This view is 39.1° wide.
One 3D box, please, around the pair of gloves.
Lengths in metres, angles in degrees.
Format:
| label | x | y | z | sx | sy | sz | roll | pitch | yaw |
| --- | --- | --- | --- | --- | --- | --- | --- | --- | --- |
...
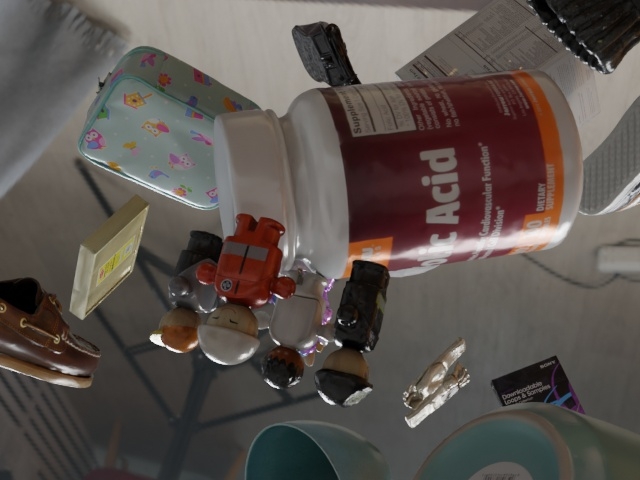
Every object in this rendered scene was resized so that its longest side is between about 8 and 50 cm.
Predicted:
| label | x | y | z | sx | sy | sz | roll | pitch | yaw |
| --- | --- | --- | --- | --- | --- | --- | --- | --- | --- |
| pair of gloves | 0.282 | 0.349 | 2.160 | 0.042 | 0.204 | 0.240 | 41 | 161 | 29 |

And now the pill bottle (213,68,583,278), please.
| label | x | y | z | sx | sy | sz | roll | pitch | yaw |
| --- | --- | --- | --- | --- | --- | --- | --- | --- | --- |
| pill bottle | 0.081 | -0.075 | 1.058 | 0.392 | 0.224 | 0.224 | -8 | 143 | -11 |

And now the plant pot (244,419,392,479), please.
| label | x | y | z | sx | sy | sz | roll | pitch | yaw |
| --- | --- | --- | --- | --- | --- | --- | --- | --- | --- |
| plant pot | 0.022 | 0.467 | 1.702 | 0.195 | 0.290 | 0.290 | -8 | 162 | -42 |

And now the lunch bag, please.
| label | x | y | z | sx | sy | sz | roll | pitch | yaw |
| --- | --- | --- | --- | --- | --- | --- | --- | --- | --- |
| lunch bag | -0.244 | -0.175 | 1.466 | 0.279 | 0.108 | 0.224 | 26 | 134 | -23 |

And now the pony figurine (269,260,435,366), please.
| label | x | y | z | sx | sy | sz | roll | pitch | yaw |
| --- | --- | --- | --- | --- | --- | --- | --- | --- | --- |
| pony figurine | 0.000 | 0.000 | 1.475 | 0.303 | 0.363 | 0.351 | -2 | 162 | -23 |

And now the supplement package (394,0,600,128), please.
| label | x | y | z | sx | sy | sz | roll | pitch | yaw |
| --- | --- | --- | --- | --- | --- | --- | --- | --- | --- |
| supplement package | 0.310 | -0.257 | 1.564 | 0.263 | 0.198 | 0.199 | -36 | 142 | -1 |

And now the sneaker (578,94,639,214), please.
| label | x | y | z | sx | sy | sz | roll | pitch | yaw |
| --- | --- | --- | --- | --- | --- | --- | --- | --- | --- |
| sneaker | 0.547 | -0.162 | 1.457 | 0.127 | 0.126 | 0.321 | -7 | 152 | -41 |

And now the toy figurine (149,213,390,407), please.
| label | x | y | z | sx | sy | sz | roll | pitch | yaw |
| --- | --- | --- | --- | --- | --- | --- | --- | --- | --- |
| toy figurine | -0.053 | 0.080 | 0.937 | 0.213 | 0.148 | 0.209 | 23 | 163 | -28 |

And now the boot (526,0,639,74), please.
| label | x | y | z | sx | sy | sz | roll | pitch | yaw |
| --- | --- | --- | --- | --- | --- | --- | --- | --- | --- |
| boot | 0.434 | -0.296 | 1.073 | 0.260 | 0.348 | 0.131 | -38 | 132 | -1 |

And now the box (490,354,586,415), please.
| label | x | y | z | sx | sy | sz | roll | pitch | yaw |
| --- | --- | --- | --- | --- | --- | --- | --- | --- | --- |
| box | 0.353 | 0.275 | 1.422 | 0.116 | 0.162 | 0.029 | -21 | 153 | -1 |

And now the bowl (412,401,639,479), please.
| label | x | y | z | sx | sy | sz | roll | pitch | yaw |
| --- | --- | --- | --- | --- | --- | --- | --- | --- | --- |
| bowl | 0.186 | 0.268 | 0.802 | 0.311 | 0.311 | 0.163 | -24 | 122 | 40 |

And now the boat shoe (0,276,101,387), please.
| label | x | y | z | sx | sy | sz | roll | pitch | yaw |
| --- | --- | --- | --- | --- | --- | --- | --- | --- | --- |
| boat shoe | -0.232 | 0.063 | 0.684 | 0.073 | 0.073 | 0.207 | 20 | 172 | 26 |

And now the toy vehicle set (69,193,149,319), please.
| label | x | y | z | sx | sy | sz | roll | pitch | yaw |
| --- | --- | --- | --- | --- | --- | --- | --- | --- | --- |
| toy vehicle set | -0.433 | 0.038 | 1.841 | 0.035 | 0.166 | 0.267 | 36 | 142 | 6 |

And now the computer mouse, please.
| label | x | y | z | sx | sy | sz | roll | pitch | yaw |
| --- | --- | --- | --- | --- | --- | --- | --- | --- | --- |
| computer mouse | 0.034 | -0.250 | 1.365 | 0.060 | 0.262 | 0.184 | -26 | 107 | -6 |
